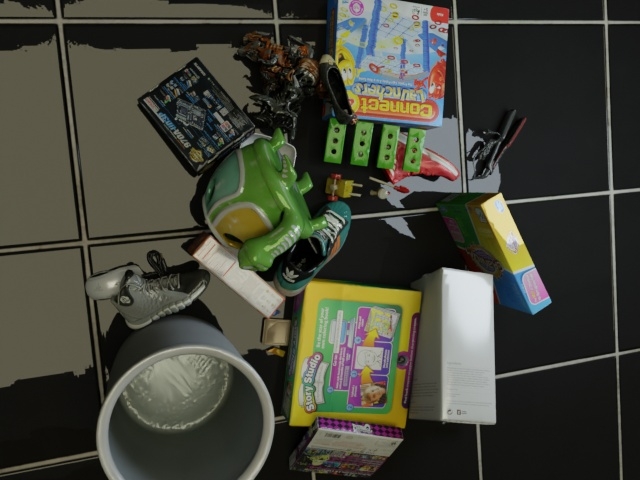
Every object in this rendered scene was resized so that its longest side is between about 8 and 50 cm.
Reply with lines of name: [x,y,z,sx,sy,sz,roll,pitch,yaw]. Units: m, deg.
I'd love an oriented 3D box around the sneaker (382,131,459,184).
sneaker: [0.249,-0.186,1.619,0.221,0.087,0.128,30,93,-5]

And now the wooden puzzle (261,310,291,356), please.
wooden puzzle: [-0.113,0.235,1.561,0.078,0.014,0.116,13,90,-22]

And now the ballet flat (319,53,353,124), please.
ballet flat: [0.042,-0.348,1.399,0.057,0.049,0.173,-15,83,-30]

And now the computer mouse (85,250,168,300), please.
computer mouse: [-0.450,0.096,1.431,0.192,0.042,0.106,-16,99,-16]

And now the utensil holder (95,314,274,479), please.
utensil holder: [-0.301,0.344,1.316,0.327,0.385,0.328,-1,93,-18]

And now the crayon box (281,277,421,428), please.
crayon box: [0.079,0.289,1.575,0.312,0.106,0.363,6,92,-15]

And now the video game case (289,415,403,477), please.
video game case: [0.062,0.531,1.558,0.232,0.042,0.210,12,130,-17]

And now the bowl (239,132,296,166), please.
bowl: [-0.142,-0.183,1.502,0.142,0.053,0.142,15,89,-18]

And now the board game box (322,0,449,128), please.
board game box: [0.166,-0.449,1.562,0.308,0.086,0.302,1,93,-17]

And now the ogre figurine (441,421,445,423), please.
ogre figurine: [0.364,0.416,1.679,0.118,0.097,0.197,-11,109,-28]

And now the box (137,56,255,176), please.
box: [-0.286,-0.289,1.425,0.175,0.051,0.220,-40,89,-11]

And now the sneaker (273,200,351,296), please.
sneaker: [0.000,0.000,1.475,0.108,0.121,0.302,34,57,0]

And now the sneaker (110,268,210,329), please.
sneaker: [-0.371,0.104,1.378,0.228,0.086,0.132,-31,122,5]

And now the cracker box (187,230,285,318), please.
cracker box: [-0.203,0.079,1.448,0.232,0.155,0.067,43,82,-15]

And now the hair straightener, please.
hair straightener: [0.476,-0.269,1.699,0.089,0.047,0.230,34,88,-16]

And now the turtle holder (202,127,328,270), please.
turtle holder: [-0.125,-0.063,1.346,0.227,0.243,0.320,-26,67,7]

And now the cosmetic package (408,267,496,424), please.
cosmetic package: [0.328,0.271,1.552,0.155,0.197,0.366,8,75,-14]

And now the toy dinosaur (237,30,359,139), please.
toy dinosaur: [-0.062,-0.371,1.444,0.321,0.164,0.218,27,77,25]

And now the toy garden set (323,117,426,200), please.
toy garden set: [0.127,-0.194,1.546,0.244,0.049,0.204,6,103,-8]

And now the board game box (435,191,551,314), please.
board game box: [0.446,0.025,1.601,0.064,0.242,0.317,-31,101,-12]
